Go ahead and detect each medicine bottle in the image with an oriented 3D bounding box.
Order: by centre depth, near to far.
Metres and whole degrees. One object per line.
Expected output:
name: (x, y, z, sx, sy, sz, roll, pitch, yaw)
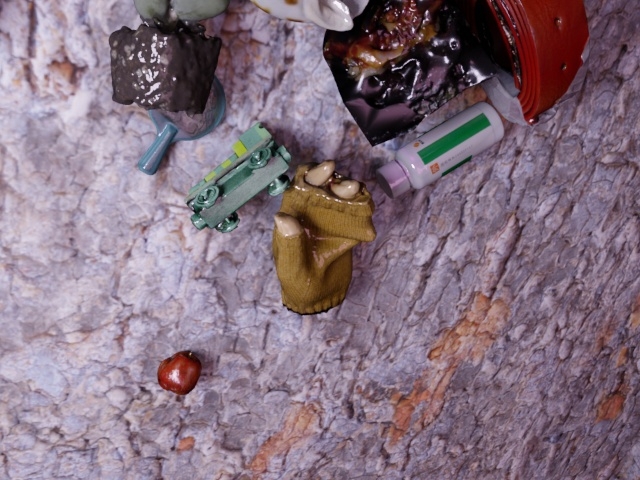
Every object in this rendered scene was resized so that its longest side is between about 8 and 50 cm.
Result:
medicine bottle: (0.233, -0.175, 1.140, 0.260, 0.095, 0.095, -30, 125, -8)

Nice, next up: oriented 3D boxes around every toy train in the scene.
toy train: (-0.143, -0.102, 0.985, 0.200, 0.132, 0.083, -35, 131, -2)

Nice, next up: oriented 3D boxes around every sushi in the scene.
sushi: (0.127, -0.329, 0.961, 0.227, 0.215, 0.212, -28, 122, 16)

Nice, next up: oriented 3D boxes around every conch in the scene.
conch: (-0.051, -0.420, 0.822, 0.183, 0.148, 0.275, -54, 130, -21)

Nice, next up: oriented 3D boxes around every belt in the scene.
belt: (0.352, -0.359, 1.016, 0.115, 0.227, 0.324, -29, 122, -5)

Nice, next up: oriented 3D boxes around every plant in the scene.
plant: (-0.209, -0.317, 0.820, 0.146, 0.149, 0.275, -7, 112, -72)

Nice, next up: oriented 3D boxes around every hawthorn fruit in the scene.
hawthorn fruit: (-0.279, 0.260, 1.150, 0.093, 0.093, 0.093, -11, 120, -19)

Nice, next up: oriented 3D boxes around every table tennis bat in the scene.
table tennis bat: (-0.238, -0.196, 0.950, 0.124, 0.033, 0.201, 30, 97, -31)

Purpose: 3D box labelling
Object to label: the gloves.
gloves: (-0.008, -0.004, 1.076, 0.203, 0.155, 0.356, -17, 143, -26)
